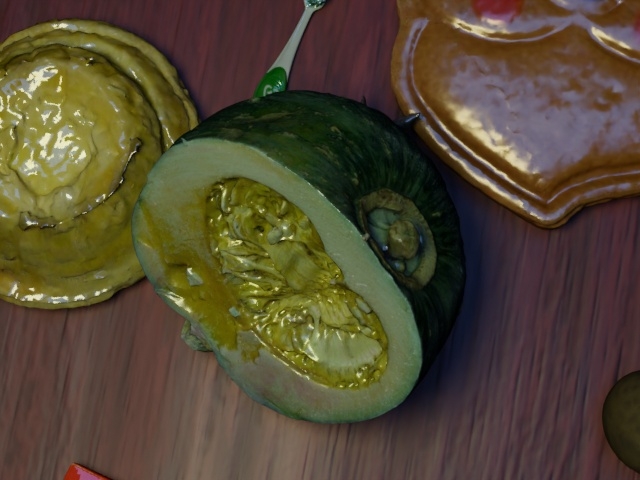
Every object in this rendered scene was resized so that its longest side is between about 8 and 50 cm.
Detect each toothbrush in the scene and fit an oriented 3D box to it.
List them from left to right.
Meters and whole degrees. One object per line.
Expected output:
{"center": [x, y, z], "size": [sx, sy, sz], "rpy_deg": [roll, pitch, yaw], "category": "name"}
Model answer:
{"center": [-0.054, -0.135, 1.519], "size": [0.030, 0.030, 0.304], "rpy_deg": [25, 84, 7], "category": "toothbrush"}

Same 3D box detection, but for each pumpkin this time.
{"center": [0.000, 0.000, 1.388], "size": [0.293, 0.263, 0.197], "rpy_deg": [54, 43, -4], "category": "pumpkin"}

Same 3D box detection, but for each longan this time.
{"center": [0.309, 0.160, 1.408], "size": [0.106, 0.106, 0.119], "rpy_deg": [20, 41, 7], "category": "longan"}

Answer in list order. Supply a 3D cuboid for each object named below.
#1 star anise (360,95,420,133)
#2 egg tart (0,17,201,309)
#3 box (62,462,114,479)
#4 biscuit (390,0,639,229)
{"center": [0.027, -0.078, 1.486], "size": [0.129, 0.056, 0.124], "rpy_deg": [13, 100, 21], "category": "star anise"}
{"center": [-0.253, -0.080, 1.472], "size": [0.290, 0.115, 0.290], "rpy_deg": [-1, 77, 4], "category": "egg tart"}
{"center": [-0.149, 0.316, 1.425], "size": [0.245, 0.035, 0.139], "rpy_deg": [26, 81, 7], "category": "box"}
{"center": [0.252, -0.232, 1.504], "size": [0.349, 0.078, 0.455], "rpy_deg": [13, 80, 9], "category": "biscuit"}
